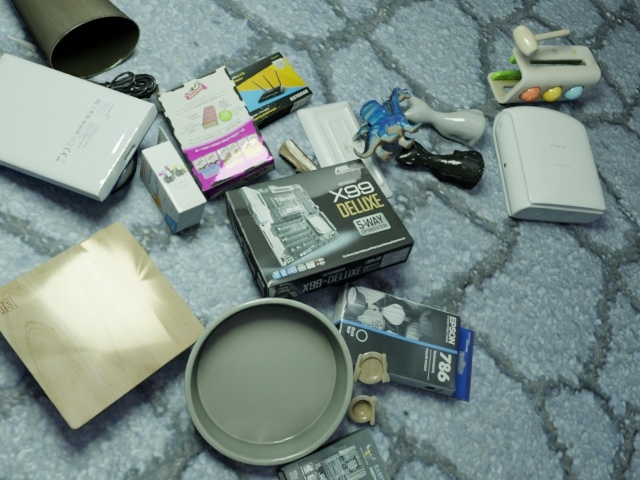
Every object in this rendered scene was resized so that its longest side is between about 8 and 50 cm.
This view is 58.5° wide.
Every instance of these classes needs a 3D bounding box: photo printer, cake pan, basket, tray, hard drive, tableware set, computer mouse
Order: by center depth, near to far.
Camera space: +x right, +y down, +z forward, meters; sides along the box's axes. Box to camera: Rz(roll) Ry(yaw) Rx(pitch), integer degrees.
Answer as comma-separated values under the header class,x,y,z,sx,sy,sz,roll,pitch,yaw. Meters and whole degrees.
class,x,y,z,sx,sy,sz,roll,pitch,yaw
cake pan,-0.089,0.244,1.011,0.294,0.054,0.292,0,91,-10
hard drive,-0.495,-0.213,1.056,0.319,0.040,0.210,20,67,7
tableware set,0.048,0.276,1.083,0.169,0.020,0.140,8,97,-11
computer mouse,-0.408,-0.197,1.117,0.189,0.072,0.272,-5,67,0
basket,-0.518,-0.466,1.155,0.227,0.154,0.204,48,46,9
tray,0.060,-0.208,1.324,0.145,0.030,0.270,-17,75,-26
photo printer,0.580,-0.203,1.468,0.256,0.107,0.307,5,67,-18

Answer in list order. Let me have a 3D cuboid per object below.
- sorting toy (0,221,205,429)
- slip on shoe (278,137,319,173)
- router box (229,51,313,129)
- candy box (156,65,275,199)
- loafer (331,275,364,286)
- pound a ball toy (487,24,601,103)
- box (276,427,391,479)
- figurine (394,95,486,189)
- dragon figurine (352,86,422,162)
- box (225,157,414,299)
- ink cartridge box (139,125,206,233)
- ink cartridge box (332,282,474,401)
class,x,y,z,sx,sy,sz,roll,pitch,yaw
sorting toy,-0.380,0.143,0.982,0.256,0.089,0.257,-36,84,-29
slip on shoe,-0.037,-0.165,1.266,0.041,0.051,0.135,-43,97,10
router box,-0.127,-0.337,1.300,0.179,0.046,0.133,-36,84,-28
candy box,-0.215,-0.222,1.182,0.159,0.071,0.233,-26,79,-8
loafer,0.092,0.031,1.213,0.223,0.076,0.078,-25,77,-32
pound a ball toy,0.610,-0.454,1.527,0.320,0.208,0.135,-8,72,-24
box,0.049,0.479,1.016,0.184,0.059,0.232,-17,75,-25
figurine,0.290,-0.249,1.399,0.210,0.092,0.214,15,63,-9
dragon figurine,0.127,-0.258,1.293,0.289,0.085,0.144,-33,64,-34
box,-0.006,-0.027,1.144,0.308,0.076,0.242,-16,57,-18
ink cartridge box,-0.298,-0.117,1.112,0.062,0.104,0.181,-27,79,-28
ink cartridge box,0.184,0.211,1.177,0.333,0.065,0.165,17,63,-14
